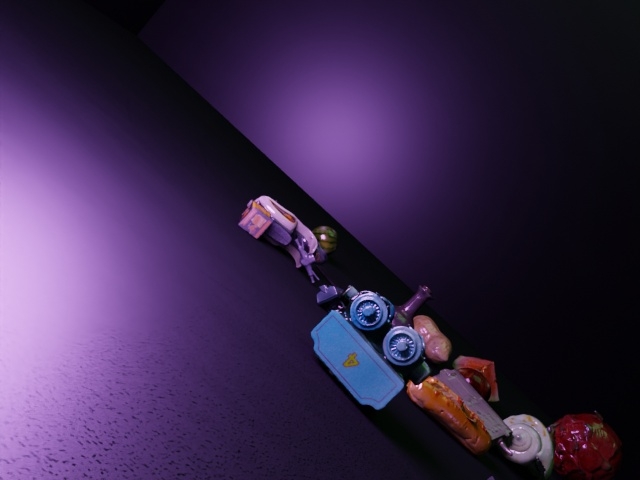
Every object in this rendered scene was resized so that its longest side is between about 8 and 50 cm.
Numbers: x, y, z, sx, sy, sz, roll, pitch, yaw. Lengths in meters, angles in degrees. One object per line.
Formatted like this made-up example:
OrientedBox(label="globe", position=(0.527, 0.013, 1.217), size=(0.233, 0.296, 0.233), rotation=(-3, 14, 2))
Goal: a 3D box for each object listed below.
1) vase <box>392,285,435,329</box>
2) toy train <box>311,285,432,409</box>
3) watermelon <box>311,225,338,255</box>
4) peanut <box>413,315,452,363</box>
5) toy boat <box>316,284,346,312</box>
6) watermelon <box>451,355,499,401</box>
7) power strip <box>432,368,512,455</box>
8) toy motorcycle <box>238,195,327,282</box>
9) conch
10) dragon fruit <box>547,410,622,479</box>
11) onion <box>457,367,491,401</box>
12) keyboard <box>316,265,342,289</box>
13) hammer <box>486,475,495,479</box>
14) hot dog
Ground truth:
OrientedBox(label="vase", position=(0.227, 0.195, 1.428), size=(0.120, 0.183, 0.120), rotation=(41, 7, -6))
OrientedBox(label="toy train", position=(0.082, 0.176, 0.887), size=(0.198, 0.154, 0.107), rotation=(46, 4, 16))
OrientedBox(label="watermelon", position=(0.007, -0.001, 1.727), size=(0.109, 0.109, 0.109), rotation=(42, 7, -7))
OrientedBox(label="peanut", position=(0.362, 0.326, 1.754), size=(0.103, 0.098, 0.229), rotation=(-5, 27, -19))
OrientedBox(label="toy boat", position=(0.043, 0.142, 1.250), size=(0.141, 0.055, 0.060), rotation=(30, 37, -62))
OrientedBox(label="watermelon", position=(0.500, 0.459, 1.766), size=(0.145, 0.137, 0.193), rotation=(-14, 49, -38))
OrientedBox(label="power strip", position=(0.390, 0.434, 1.356), size=(0.092, 0.034, 0.268), rotation=(-8, 38, -30))
OrientedBox(label="toy motorcycle", position=(-0.083, -0.008, 1.337), size=(0.263, 0.091, 0.157), rotation=(38, 16, -20))
OrientedBox(label="conch", position=(0.544, 0.559, 1.388), size=(0.143, 0.137, 0.251), rotation=(11, -41, 49))
OrientedBox(label="dragon fruit", position=(0.891, 0.706, 1.812), size=(0.299, 0.244, 0.244), rotation=(41, 7, -36))
OrientedBox(label="onion", position=(0.425, 0.413, 1.513), size=(0.117, 0.119, 0.118), rotation=(22, 0, 19))
OrientedBox(label="keyboard", position=(0.038, 0.122, 1.518), size=(0.155, 0.010, 0.053), rotation=(48, 8, 37))
OrientedBox(label="hammer", position=(0.368, 0.505, 0.961), size=(0.226, 0.041, 0.159), rotation=(33, 14, -51))
OrientedBox(label="hot dog", position=(0.279, 0.365, 1.163), size=(0.250, 0.076, 0.104), rotation=(44, 8, -4))
